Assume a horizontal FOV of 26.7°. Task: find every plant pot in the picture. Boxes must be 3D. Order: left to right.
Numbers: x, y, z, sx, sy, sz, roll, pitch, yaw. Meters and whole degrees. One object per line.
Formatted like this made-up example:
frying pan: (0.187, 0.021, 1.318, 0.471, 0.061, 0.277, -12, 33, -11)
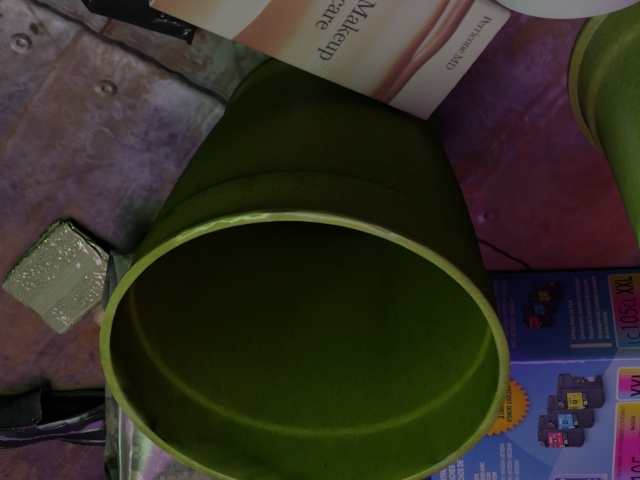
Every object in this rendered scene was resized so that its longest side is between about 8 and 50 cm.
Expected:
plant pot: (0.000, 0.000, 1.330, 0.366, 0.353, 0.367, 3, 132, 4)
plant pot: (0.379, -0.088, 1.281, 0.276, 0.254, 0.276, 3, 132, 4)

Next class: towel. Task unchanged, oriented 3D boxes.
towel: (-0.307, 0.045, 1.609, 0.110, 0.027, 0.148, 41, 125, -15)

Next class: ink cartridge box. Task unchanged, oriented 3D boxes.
ink cartridge box: (0.211, 0.181, 1.610, 0.395, 0.151, 0.270, -1, 131, 9)

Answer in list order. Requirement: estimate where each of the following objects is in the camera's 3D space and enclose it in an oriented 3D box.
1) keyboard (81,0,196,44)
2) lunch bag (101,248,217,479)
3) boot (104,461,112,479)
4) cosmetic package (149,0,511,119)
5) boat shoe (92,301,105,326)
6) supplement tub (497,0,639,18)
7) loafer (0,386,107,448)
keyboard: (-0.105, -0.321, 1.273, 0.201, 0.033, 0.317, 16, 132, -7)
lunch bag: (-0.130, 0.136, 1.558, 0.235, 0.169, 0.287, 0, 102, -15)
boot: (-0.240, 0.387, 1.842, 0.347, 0.131, 0.260, -24, 133, 11)
cosmetic package: (0.006, -0.244, 1.230, 0.296, 0.129, 0.153, 18, 129, -24)
boat shoe: (-0.201, 0.120, 1.652, 0.170, 0.059, 0.063, 23, 130, -14)
supplement tub: (0.204, -0.343, 1.114, 0.191, 0.191, 0.272, -5, 131, 10)
loafer: (-0.366, 0.223, 1.755, 0.223, 0.076, 0.078, 0, 126, -1)
